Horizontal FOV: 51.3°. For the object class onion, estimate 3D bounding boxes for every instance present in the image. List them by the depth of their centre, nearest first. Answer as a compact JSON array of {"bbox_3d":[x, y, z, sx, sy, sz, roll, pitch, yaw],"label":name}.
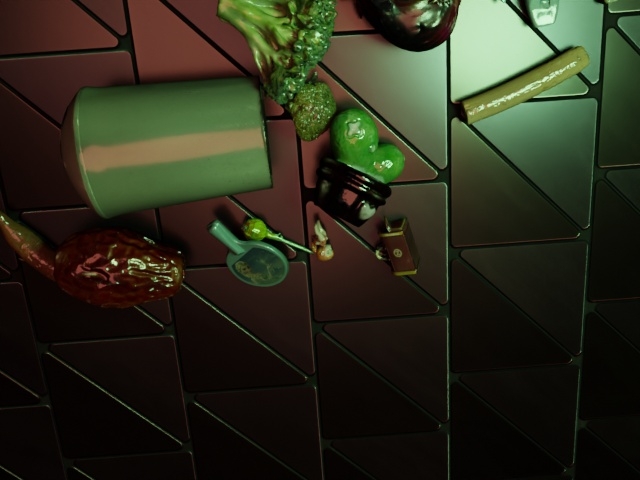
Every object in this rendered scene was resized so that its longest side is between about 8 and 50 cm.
[{"bbox_3d":[0.178,-0.520,1.366,0.281,0.221,0.281,13,131,15],"label":"onion"}]

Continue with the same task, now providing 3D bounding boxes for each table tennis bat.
[{"bbox_3d":[-0.179,0.032,1.592,0.149,0.038,0.237,-25,126,32],"label":"table tennis bat"}]

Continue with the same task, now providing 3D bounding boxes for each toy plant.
[{"bbox_3d":[0.082,-0.161,1.502,0.218,0.175,0.235,26,91,-40],"label":"toy plant"}]

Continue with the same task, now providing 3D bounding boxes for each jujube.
[{"bbox_3d":[-0.465,0.064,1.550,0.290,0.197,0.197,7,109,-20],"label":"jujube"}]

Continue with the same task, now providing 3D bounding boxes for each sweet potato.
[{"bbox_3d":[-0.663,0.048,1.600,0.314,0.066,0.072,46,70,-15],"label":"sweet potato"}]

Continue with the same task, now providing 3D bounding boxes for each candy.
[{"bbox_3d":[-0.101,-0.002,1.619,0.194,0.062,0.058,22,109,-19],"label":"candy"}]

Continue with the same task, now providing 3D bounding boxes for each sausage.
[{"bbox_3d":[0.463,-0.351,1.509,0.301,0.066,0.065,-24,108,8],"label":"sausage"}]

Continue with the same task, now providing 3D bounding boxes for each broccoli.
[{"bbox_3d":[-0.095,-0.441,1.362,0.246,0.288,0.248,18,136,-6],"label":"broccoli"},{"bbox_3d":[-0.022,-0.292,1.488,0.130,0.120,0.131,-62,142,-14],"label":"broccoli"}]

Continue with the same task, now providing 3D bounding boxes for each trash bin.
[{"bbox_3d":[-0.328,-0.204,1.424,0.432,0.280,0.280,-8,109,-3],"label":"trash bin"}]

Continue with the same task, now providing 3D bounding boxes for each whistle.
[{"bbox_3d":[0.465,-0.595,1.413,0.186,0.093,0.274,-11,112,1],"label":"whistle"}]

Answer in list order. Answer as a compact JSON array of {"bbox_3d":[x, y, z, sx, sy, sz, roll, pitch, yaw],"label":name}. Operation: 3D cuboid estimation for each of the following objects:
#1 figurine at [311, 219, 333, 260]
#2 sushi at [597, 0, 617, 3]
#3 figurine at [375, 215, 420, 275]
[{"bbox_3d":[0.000,0.000,1.614,0.047,0.064,0.109,0,125,23],"label":"figurine"},{"bbox_3d":[0.621,-0.557,1.462,0.046,0.044,0.083,-20,108,28],"label":"sushi"},{"bbox_3d":[0.177,0.010,1.621,0.098,0.082,0.154,-15,109,24],"label":"figurine"}]
